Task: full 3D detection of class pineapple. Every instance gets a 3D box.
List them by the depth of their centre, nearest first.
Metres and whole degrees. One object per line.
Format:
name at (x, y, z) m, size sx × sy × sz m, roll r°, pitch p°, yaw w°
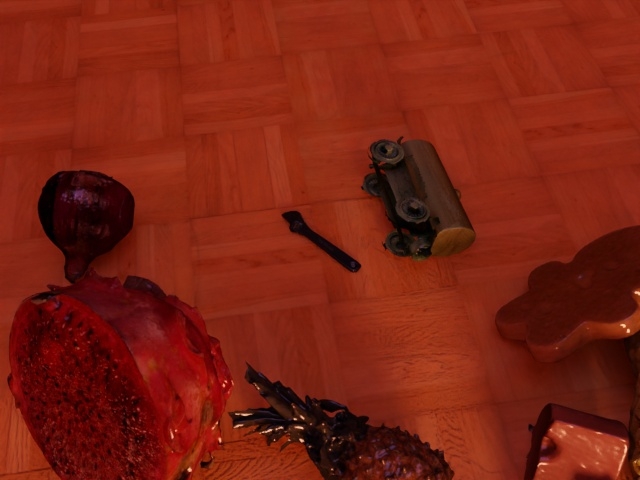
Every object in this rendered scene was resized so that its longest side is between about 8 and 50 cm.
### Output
pineapple at (0.026, 0.316, 1.221) m, size 0.364 × 0.166 × 0.165 m, roll 27°, pitch 56°, yaw 24°

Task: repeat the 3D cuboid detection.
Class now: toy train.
toy train at (0.195, -0.094, 1.568) m, size 0.189 × 0.126 × 0.308 m, roll -11°, pitch 51°, yaw -8°

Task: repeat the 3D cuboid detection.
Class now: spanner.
spanner at (0.000, 0.000, 1.569) m, size 0.208 × 0.012 × 0.046 m, roll 36°, pitch 59°, yaw 26°

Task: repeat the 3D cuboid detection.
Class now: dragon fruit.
dragon fruit at (-0.291, 0.215, 1.208) m, size 0.386 × 0.371 × 0.249 m, roll 4°, pitch 17°, yaw 39°

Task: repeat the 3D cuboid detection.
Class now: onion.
onion at (-0.442, -0.023, 1.511) m, size 0.139 × 0.195 × 0.218 m, roll 6°, pitch 86°, yaw 6°

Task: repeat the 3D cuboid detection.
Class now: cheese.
cheese at (0.380, 0.325, 1.192) m, size 0.128 × 0.177 × 0.203 m, roll 15°, pitch 52°, yaw 13°

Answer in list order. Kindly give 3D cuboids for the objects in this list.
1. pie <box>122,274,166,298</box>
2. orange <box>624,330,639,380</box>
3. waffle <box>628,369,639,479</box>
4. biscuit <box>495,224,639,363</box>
pie at (-0.377, 0.150, 1.429) m, size 0.218 × 0.054 × 0.204 m, roll -20°, pitch 53°, yaw -14°
orange at (0.698, 0.153, 1.310) m, size 0.368 × 0.211 × 0.271 m, roll -6°, pitch 40°, yaw -1°
waffle at (0.501, 0.318, 1.190) m, size 0.054 × 0.208 × 0.214 m, roll -9°, pitch 32°, yaw 31°
biscuit at (0.484, 0.087, 1.383) m, size 0.354 × 0.052 × 0.275 m, roll -33°, pitch 23°, yaw -10°
